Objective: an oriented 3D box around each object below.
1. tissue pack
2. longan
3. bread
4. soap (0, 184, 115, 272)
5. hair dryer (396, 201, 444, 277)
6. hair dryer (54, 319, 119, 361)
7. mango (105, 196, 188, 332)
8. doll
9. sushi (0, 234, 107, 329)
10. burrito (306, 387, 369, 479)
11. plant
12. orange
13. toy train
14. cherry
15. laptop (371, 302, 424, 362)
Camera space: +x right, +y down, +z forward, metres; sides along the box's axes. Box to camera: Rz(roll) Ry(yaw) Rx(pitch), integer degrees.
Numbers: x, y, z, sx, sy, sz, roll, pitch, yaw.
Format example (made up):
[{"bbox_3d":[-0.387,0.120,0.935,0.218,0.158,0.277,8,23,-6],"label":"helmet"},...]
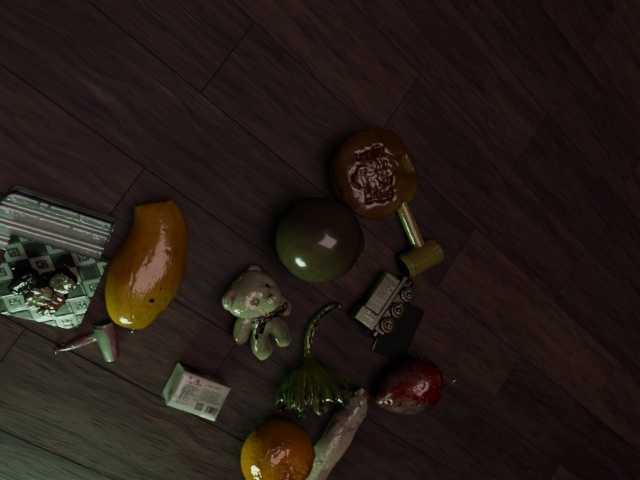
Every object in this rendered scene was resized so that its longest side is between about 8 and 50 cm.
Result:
[{"bbox_3d":[-0.346,0.420,1.557,0.149,0.099,0.106,29,83,-25],"label":"tissue pack"},{"bbox_3d":[0.000,0.000,1.573,0.258,0.258,0.257,-4,99,-24],"label":"longan"},{"bbox_3d":[0.153,-0.194,1.656,0.270,0.148,0.269,-1,92,-18],"label":"bread"},{"bbox_3d":[-0.646,-0.026,1.362,0.262,0.094,0.150,21,96,-26],"label":"soap"},{"bbox_3d":[0.284,-0.026,1.796,0.135,0.090,0.278,-28,102,-16],"label":"hair dryer"},{"bbox_3d":[-0.609,0.269,1.452,0.154,0.054,0.106,-6,105,-13],"label":"hair dryer"},{"bbox_3d":[-0.438,0.059,1.439,0.187,0.144,0.359,24,85,-28],"label":"mango"},{"bbox_3d":[-0.160,0.218,1.601,0.175,0.150,0.278,-54,134,-44],"label":"doll"},{"bbox_3d":[-0.664,0.123,1.345,0.220,0.047,0.231,20,115,-26],"label":"sushi"},{"bbox_3d":[0.043,0.646,1.785,0.392,0.076,0.117,-55,135,-7],"label":"burrito"},{"bbox_3d":[-0.033,0.380,1.719,0.251,0.180,0.333,-4,67,-17],"label":"plant"},{"bbox_3d":[-0.126,0.632,1.641,0.220,0.193,0.219,-3,105,-10],"label":"orange"},{"bbox_3d":[0.201,0.196,1.778,0.137,0.090,0.225,38,76,-9],"label":"toy train"},{"bbox_3d":[0.288,0.479,1.814,0.250,0.192,0.175,-18,70,-15],"label":"cherry"},{"bbox_3d":[0.258,0.299,1.864,0.135,0.016,0.197,28,85,-24],"label":"laptop"}]
